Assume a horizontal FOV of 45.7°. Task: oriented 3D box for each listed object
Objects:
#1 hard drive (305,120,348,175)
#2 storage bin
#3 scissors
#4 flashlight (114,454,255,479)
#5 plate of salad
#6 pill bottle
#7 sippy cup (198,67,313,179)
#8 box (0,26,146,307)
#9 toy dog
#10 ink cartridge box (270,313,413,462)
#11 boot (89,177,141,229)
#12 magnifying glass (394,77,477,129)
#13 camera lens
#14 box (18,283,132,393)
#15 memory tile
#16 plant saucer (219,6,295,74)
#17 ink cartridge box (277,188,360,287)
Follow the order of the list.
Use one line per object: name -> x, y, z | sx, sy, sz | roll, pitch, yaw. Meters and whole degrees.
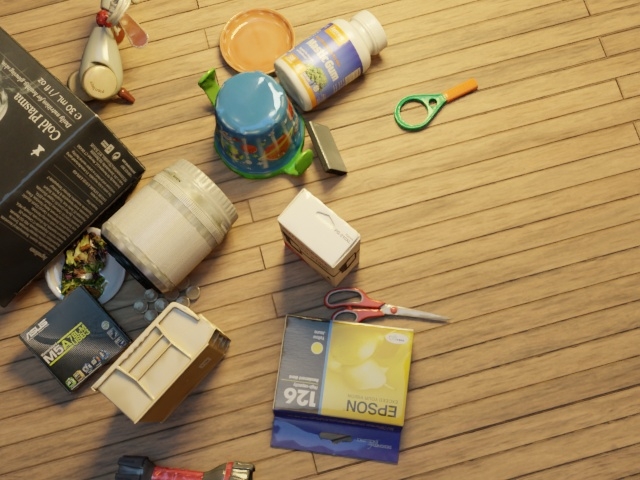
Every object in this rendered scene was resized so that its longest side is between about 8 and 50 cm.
hard drive -> 0.015, -0.229, 1.895 | 0.022, 0.094, 0.135 | -30, 74, 26
storage bin -> -0.337, 0.274, 1.689 | 0.123, 0.262, 0.260 | 41, 80, 10
scissors -> 0.158, 0.157, 1.826 | 0.297, 0.021, 0.109 | -6, 74, 2
flashlight -> -0.303, 0.533, 1.704 | 0.304, 0.103, 0.103 | 7, 77, 3
plate of salad -> -0.576, 0.066, 1.844 | 0.200, 0.048, 0.199 | 0, 90, 1
pill bottle -> 0.030, -0.463, 1.922 | 0.272, 0.152, 0.152 | -37, 77, -6
sippy cup -> -0.159, -0.293, 1.848 | 0.306, 0.224, 0.240 | 6, 75, 4
box -> -0.767, -0.193, 1.773 | 0.480, 0.297, 0.472 | 40, 82, 21
toy dog -> -0.514, -0.485, 1.938 | 0.333, 0.161, 0.220 | -59, 38, 17
ink cartridge box -> 0.048, 0.340, 1.753 | 0.304, 0.072, 0.307 | 6, 78, 4
boot -> -0.554, -0.134, 1.910 | 0.137, 0.077, 0.198 | 32, 77, 22
magnifying glass -> 0.297, -0.357, 1.954 | 0.231, 0.026, 0.092 | -27, 76, -3
camera lens -> -0.357, -0.028, 1.785 | 0.219, 0.219, 0.274 | 42, 77, 11
box -> -0.578, 0.232, 1.799 | 0.191, 0.045, 0.184 | -40, 95, -7
memory tile -> -0.375, 0.144, 1.852 | 0.113, 0.012, 0.148 | 40, 81, 11
plant saucer -> -0.165, -0.520, 2.002 | 0.200, 0.037, 0.199 | -1, 75, 3
ink cartridge box -> 0.000, 0.000, 1.760 | 0.172, 0.237, 0.100 | 40, 80, 11
